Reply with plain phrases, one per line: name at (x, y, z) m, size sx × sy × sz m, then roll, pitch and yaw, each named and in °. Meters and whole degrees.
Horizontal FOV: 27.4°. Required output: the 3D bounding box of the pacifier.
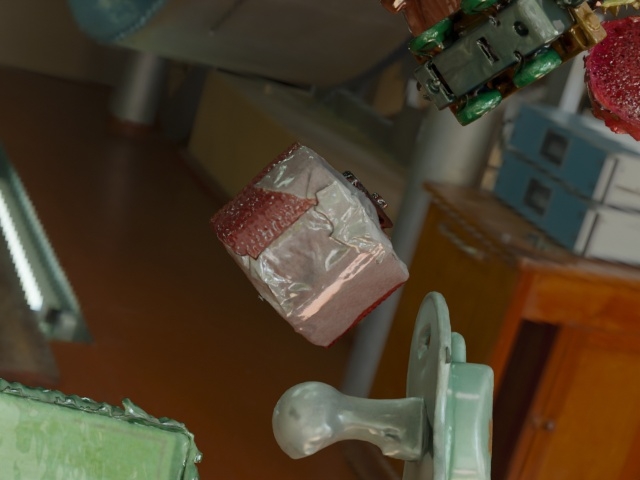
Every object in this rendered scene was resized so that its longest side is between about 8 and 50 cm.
pacifier at (0.075, 0.230, 1.610) m, size 0.269 × 0.343 × 0.288 m, roll 8°, pitch -18°, yaw -2°

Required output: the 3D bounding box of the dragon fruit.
dragon fruit at (0.357, -0.165, 1.464) m, size 0.153 × 0.153 × 0.111 m, roll 17°, pitch -19°, yaw 1°

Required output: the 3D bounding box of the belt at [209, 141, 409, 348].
belt at (0.000, 0.000, 1.074) m, size 0.128 × 0.124 × 0.201 m, roll 49°, pitch 1°, yaw 24°

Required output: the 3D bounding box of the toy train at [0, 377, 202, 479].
toy train at (-0.220, 0.187, 0.885) m, size 0.272 × 0.188 × 0.159 m, roll 19°, pitch -19°, yaw -35°

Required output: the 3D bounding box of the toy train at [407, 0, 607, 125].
toy train at (0.162, -0.176, 1.109) m, size 0.136 × 0.228 × 0.091 m, roll -37°, pitch 94°, yaw -36°

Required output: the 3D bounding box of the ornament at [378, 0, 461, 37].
ornament at (0.136, -0.333, 1.386) m, size 0.235 × 0.221 × 0.217 m, roll 34°, pitch -20°, yaw 47°

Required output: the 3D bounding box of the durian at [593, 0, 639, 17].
durian at (0.314, -0.315, 1.331) m, size 0.139 × 0.252 × 0.144 m, roll 58°, pitch 7°, yaw -16°
